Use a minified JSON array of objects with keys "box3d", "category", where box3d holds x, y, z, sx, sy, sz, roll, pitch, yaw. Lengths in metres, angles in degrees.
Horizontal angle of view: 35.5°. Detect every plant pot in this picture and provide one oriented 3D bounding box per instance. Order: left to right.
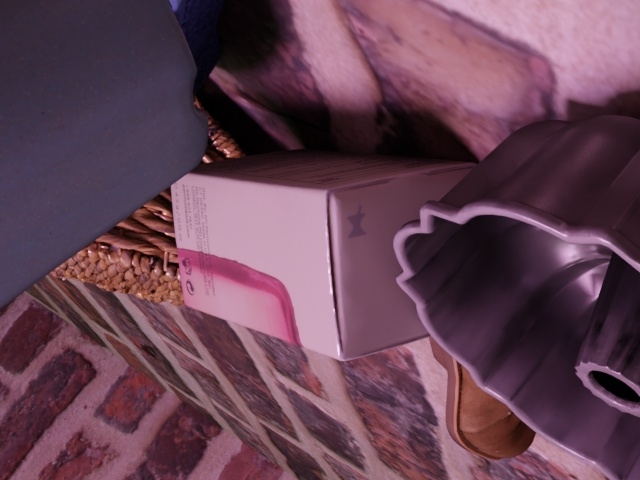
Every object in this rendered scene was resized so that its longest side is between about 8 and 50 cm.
[{"box3d":[-0.285,-0.084,0.713,0.341,0.334,0.341,44,155,27],"category":"plant pot"}]

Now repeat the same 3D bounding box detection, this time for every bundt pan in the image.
[{"box3d":[0.214,0.047,0.624,0.331,0.124,0.331,34,161,13],"category":"bundt pan"}]

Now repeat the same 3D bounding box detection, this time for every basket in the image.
[{"box3d":[-0.155,-0.055,1.051,0.213,0.223,0.299,15,168,-13],"category":"basket"}]

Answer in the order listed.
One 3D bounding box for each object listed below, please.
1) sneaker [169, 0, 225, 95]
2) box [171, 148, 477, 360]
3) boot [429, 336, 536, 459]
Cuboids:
[{"box3d":[-0.127,-0.184,0.783,0.090,0.081,0.232,33,161,0],"category":"sneaker"},{"box3d":[0.000,0.000,0.810,0.232,0.148,0.127,12,110,53],"category":"box"},{"box3d":[0.182,0.130,0.918,0.115,0.112,0.305,15,150,28],"category":"boot"}]
